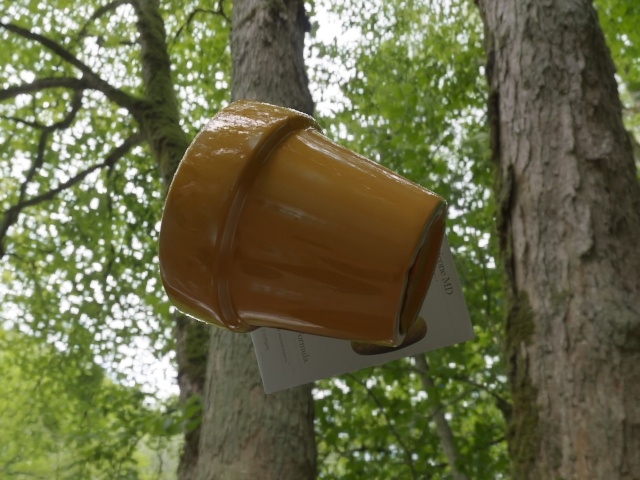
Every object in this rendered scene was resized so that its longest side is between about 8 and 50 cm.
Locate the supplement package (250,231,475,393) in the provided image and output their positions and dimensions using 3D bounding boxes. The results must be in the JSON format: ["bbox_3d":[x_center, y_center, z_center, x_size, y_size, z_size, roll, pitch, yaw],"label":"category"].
[{"bbox_3d":[0.041,0.082,0.705,0.244,0.139,0.134,-15,-6,-1],"label":"supplement package"}]

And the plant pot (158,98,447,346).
[{"bbox_3d":[0.000,0.000,0.499,0.188,0.205,0.205,18,-30,19],"label":"plant pot"}]
